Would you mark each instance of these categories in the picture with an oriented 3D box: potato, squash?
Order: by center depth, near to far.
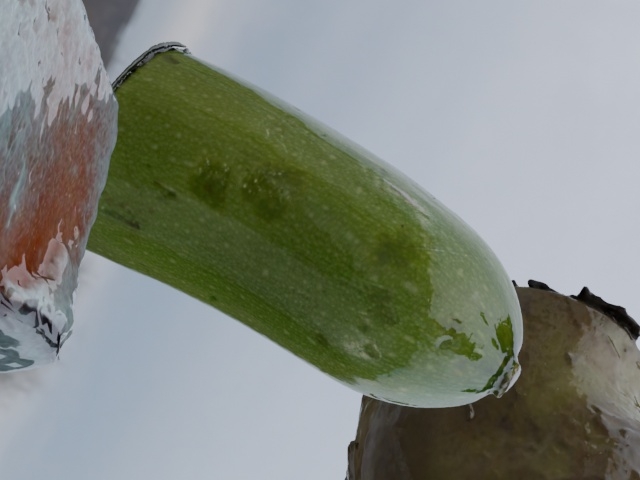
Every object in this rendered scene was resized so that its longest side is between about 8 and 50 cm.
[{"bbox_3d":[0.000,0.000,0.698,0.095,0.188,0.095,-52,159,-29],"label":"squash"},{"bbox_3d":[0.129,0.202,1.320,0.289,0.301,0.237,-15,-160,38],"label":"potato"}]

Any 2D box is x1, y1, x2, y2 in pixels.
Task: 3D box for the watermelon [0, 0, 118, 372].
[{"bbox_3d":[-0.156,-0.051,0.552,0.320,0.214,0.289,-35,-159,33],"label":"watermelon"}]
